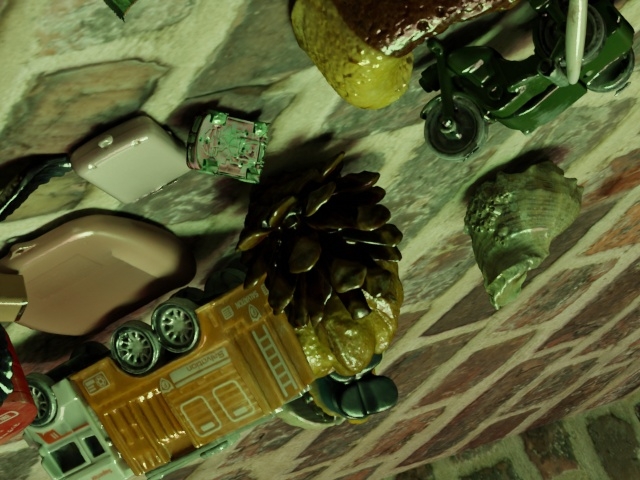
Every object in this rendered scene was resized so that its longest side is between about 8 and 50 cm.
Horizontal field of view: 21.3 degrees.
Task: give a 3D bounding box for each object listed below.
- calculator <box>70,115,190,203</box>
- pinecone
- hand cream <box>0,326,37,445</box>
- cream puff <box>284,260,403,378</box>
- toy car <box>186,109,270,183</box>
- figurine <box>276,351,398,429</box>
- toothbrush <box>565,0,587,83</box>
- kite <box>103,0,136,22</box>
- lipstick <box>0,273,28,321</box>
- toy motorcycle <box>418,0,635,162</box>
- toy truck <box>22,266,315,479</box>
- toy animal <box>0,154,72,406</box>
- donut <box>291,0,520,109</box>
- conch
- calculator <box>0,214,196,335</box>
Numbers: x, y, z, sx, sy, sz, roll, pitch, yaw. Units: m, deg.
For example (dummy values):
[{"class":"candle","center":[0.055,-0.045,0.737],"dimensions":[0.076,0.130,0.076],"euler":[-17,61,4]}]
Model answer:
[{"class":"calculator","center":[-0.199,-0.085,1.819],"dimensions":[0.100,0.032,0.175],"euler":[-28,161,8]},{"class":"pinecone","center":[0.001,0.002,2.069],"dimensions":[0.202,0.201,0.229],"euler":[-17,-169,23]},{"class":"hand cream","center":[-0.458,0.191,2.110],"dimensions":[0.193,0.125,0.193],"euler":[-21,162,-7]},{"class":"cream puff","center":[0.007,0.095,2.301],"dimensions":[0.241,0.155,0.269],"euler":[-11,-147,26]},{"class":"toy car","center":[-0.105,-0.103,1.850],"dimensions":[0.055,0.069,0.142],"euler":[11,-179,31]},{"class":"figurine","center":[0.001,0.197,2.523],"dimensions":[0.204,0.185,0.332],"euler":[-19,-176,2]},{"class":"toothbrush","center":[0.261,-0.274,1.734],"dimensions":[0.029,0.025,0.307],"euler":[-13,138,-8]},{"class":"kite","center":[-0.141,-0.274,1.406],"dimensions":[0.234,0.016,0.321],"euler":[-6,154,-40]},{"class":"lipstick","center":[-0.403,0.063,1.897],"dimensions":[0.145,0.045,0.045],"euler":[2,144,-29]},{"class":"toy motorcycle","center":[0.241,-0.196,1.949],"dimensions":[0.275,0.127,0.205],"euler":[-37,160,15]},{"class":"toy truck","center":[-0.207,0.196,2.205],"dimensions":[0.387,0.207,0.173],"euler":[-28,-178,30]},{"class":"toy animal","center":[-0.383,0.040,1.751],"dimensions":[0.160,0.273,0.197],"euler":[7,-176,30]},{"class":"donut","center":[0.078,-0.227,1.656],"dimensions":[0.295,0.112,0.151],"euler":[-39,159,34]},{"class":"conch","center":[0.280,-0.007,2.416],"dimensions":[0.162,0.245,0.178],"euler":[10,152,21]},{"class":"calculator","center":[-0.283,0.046,2.055],"dimensions":[0.220,0.048,0.329],"euler":[-28,159,15]}]
